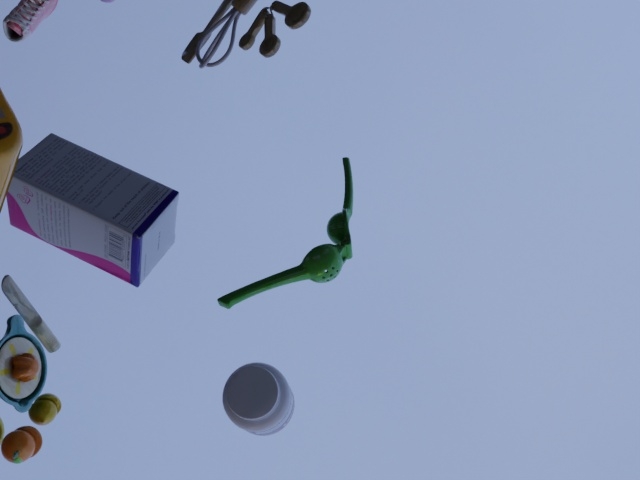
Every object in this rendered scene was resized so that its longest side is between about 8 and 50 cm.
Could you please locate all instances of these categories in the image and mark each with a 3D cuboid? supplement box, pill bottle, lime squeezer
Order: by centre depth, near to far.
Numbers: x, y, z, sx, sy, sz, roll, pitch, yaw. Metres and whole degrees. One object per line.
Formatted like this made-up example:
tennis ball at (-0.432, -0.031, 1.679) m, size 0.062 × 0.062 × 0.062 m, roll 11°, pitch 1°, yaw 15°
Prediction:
lime squeezer at (0.000, 0.000, 1.012) m, size 0.110 × 0.059 × 0.310 m, roll 9°, pitch -133°, yaw 39°
supplement box at (-0.328, -0.045, 1.072) m, size 0.220 × 0.111 × 0.114 m, roll 24°, pitch -134°, yaw 7°
pill bottle at (-0.099, 0.254, 1.193) m, size 0.108 × 0.193 × 0.108 m, roll 0°, pitch -108°, yaw 1°

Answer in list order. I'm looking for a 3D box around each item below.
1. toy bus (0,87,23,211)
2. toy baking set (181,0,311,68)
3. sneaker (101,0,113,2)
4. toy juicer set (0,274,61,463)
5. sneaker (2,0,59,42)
toy bus at (-0.280, -0.038, 0.476) m, size 0.130 × 0.108 × 0.332 m, roll 56°, pitch -45°, yaw 16°
toy baking set at (-0.089, -0.315, 0.963) m, size 0.256 × 0.030 × 0.196 m, roll -1°, pitch -115°, yaw 41°
sneaker at (-0.496, -0.602, 1.529) m, size 0.104 × 0.236 × 0.095 m, roll -49°, pitch -161°, yaw -17°
toy juicer set at (-0.533, 0.248, 1.368) m, size 0.089 × 0.209 × 0.329 m, roll -9°, pitch -124°, yaw 20°
sneaker at (-0.489, -0.385, 1.253) m, size 0.134 × 0.051 × 0.070 m, roll -36°, pitch -154°, yaw 34°
